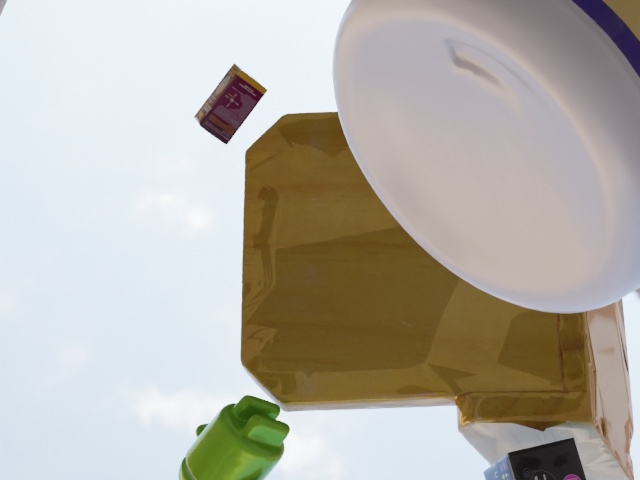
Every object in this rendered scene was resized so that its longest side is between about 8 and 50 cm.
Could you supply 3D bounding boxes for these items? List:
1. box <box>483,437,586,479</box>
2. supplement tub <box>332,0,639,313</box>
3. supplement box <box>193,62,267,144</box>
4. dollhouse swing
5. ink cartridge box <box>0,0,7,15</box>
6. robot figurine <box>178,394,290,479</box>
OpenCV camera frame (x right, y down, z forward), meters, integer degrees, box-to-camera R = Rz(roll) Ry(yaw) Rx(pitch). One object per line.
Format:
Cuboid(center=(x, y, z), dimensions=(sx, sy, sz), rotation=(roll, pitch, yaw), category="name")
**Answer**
Cuboid(center=(0.181, 0.204, 1.253), dimensions=(0.062, 0.083, 0.052), rotation=(-11, -108, -13), category="box")
Cuboid(center=(0.196, -0.137, 0.925), dimensions=(0.241, 0.241, 0.331), rotation=(33, -123, 31), category="supplement tub")
Cuboid(center=(-0.108, -0.163, 1.772), dimensions=(0.043, 0.083, 0.055), rotation=(35, -176, -21), category="supplement box")
Cuboid(center=(0.119, 0.052, 1.442), dimensions=(0.304, 0.315, 0.347), rotation=(-10, -116, 18), category="dollhouse swing")
Cuboid(center=(-0.381, -0.156, 1.375), dimensions=(0.067, 0.198, 0.115), rotation=(36, -158, 16), category="ink cartridge box")
Cuboid(center=(-0.076, 0.185, 1.263), dimensions=(0.067, 0.115, 0.101), rotation=(22, -156, -38), category="robot figurine")
